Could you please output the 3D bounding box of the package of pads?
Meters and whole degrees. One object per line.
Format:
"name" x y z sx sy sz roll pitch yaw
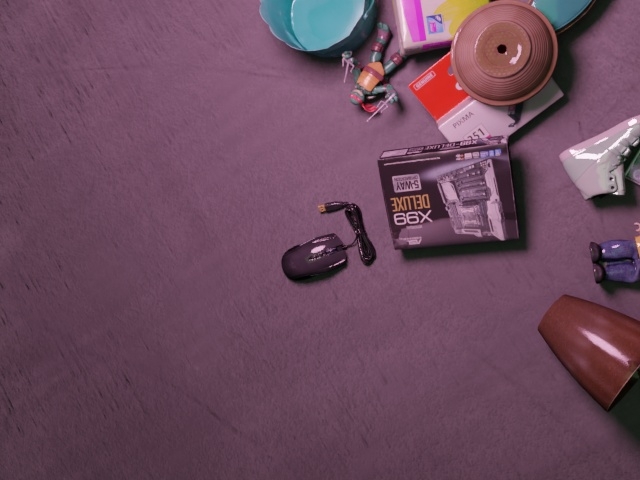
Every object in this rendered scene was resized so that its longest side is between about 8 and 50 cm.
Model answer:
"package of pads" 0.283 -0.606 1.769 0.229 0.101 0.296 -9 91 0

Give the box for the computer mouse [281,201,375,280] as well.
"computer mouse" 0.000 0.000 1.950 0.262 0.060 0.184 -14 90 18

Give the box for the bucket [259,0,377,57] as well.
"bucket" 0.005 -0.589 1.849 0.281 0.183 0.281 1 94 18

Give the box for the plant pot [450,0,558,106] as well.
"plant pot" 0.405 -0.418 1.653 0.238 0.110 0.237 2 97 14

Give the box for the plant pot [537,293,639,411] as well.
"plant pot" 0.622 0.232 1.698 0.230 0.215 0.215 39 105 29

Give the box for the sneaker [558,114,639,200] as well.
"sneaker" 0.691 -0.185 1.688 0.256 0.094 0.151 -28 78 28

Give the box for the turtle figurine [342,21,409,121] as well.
"turtle figurine" 0.129 -0.415 1.852 0.175 0.118 0.234 33 86 -4

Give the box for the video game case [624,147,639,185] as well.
"video game case" 0.813 -0.188 1.687 0.173 0.022 0.190 31 102 15

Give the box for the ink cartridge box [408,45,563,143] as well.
"ink cartridge box" 0.385 -0.352 1.752 0.275 0.060 0.239 -37 109 17

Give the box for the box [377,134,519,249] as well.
"box" 0.309 -0.111 1.793 0.308 0.076 0.242 -5 112 18

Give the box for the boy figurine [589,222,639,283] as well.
"boy figurine" 0.763 0.043 1.683 0.285 0.092 0.177 -6 89 22

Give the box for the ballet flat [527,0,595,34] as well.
"ballet flat" 0.592 -0.600 1.689 0.123 0.123 0.348 42 108 12
